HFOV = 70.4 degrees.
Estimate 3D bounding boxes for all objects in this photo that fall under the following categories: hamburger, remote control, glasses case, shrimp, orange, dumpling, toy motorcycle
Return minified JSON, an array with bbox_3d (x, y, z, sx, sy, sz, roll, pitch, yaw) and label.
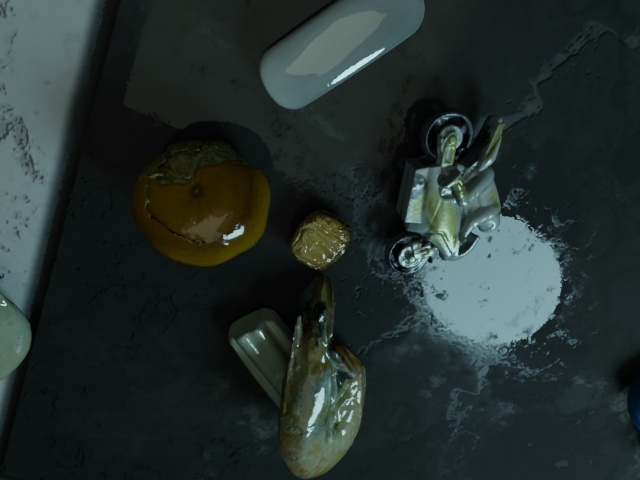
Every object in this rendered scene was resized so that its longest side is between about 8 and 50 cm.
[{"bbox_3d":[0.000,0.000,0.609,0.076,0.044,0.083,36,107,-18],"label":"hamburger"},{"bbox_3d":[-0.054,0.206,0.705,0.090,0.049,0.230,-28,117,7],"label":"remote control"},{"bbox_3d":[0.021,-0.218,0.497,0.193,0.049,0.074,-32,115,10],"label":"glasses case"},{"bbox_3d":[0.012,0.204,0.675,0.168,0.077,0.317,-4,104,-46],"label":"shrimp"},{"bbox_3d":[-0.138,-0.044,0.536,0.157,0.134,0.156,3,75,-11],"label":"orange"},{"bbox_3d":[-0.464,0.140,0.582,0.111,0.155,0.181,3,129,21],"label":"dumpling"},{"bbox_3d":[0.169,-0.051,0.582,0.151,0.074,0.228,8,114,-11],"label":"toy motorcycle"}]

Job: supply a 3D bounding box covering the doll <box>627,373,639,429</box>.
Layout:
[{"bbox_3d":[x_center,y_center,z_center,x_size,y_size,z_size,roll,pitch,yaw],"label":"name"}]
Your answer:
[{"bbox_3d":[0.655,0.352,0.805,0.199,0.145,0.363,-42,108,-27],"label":"doll"}]
